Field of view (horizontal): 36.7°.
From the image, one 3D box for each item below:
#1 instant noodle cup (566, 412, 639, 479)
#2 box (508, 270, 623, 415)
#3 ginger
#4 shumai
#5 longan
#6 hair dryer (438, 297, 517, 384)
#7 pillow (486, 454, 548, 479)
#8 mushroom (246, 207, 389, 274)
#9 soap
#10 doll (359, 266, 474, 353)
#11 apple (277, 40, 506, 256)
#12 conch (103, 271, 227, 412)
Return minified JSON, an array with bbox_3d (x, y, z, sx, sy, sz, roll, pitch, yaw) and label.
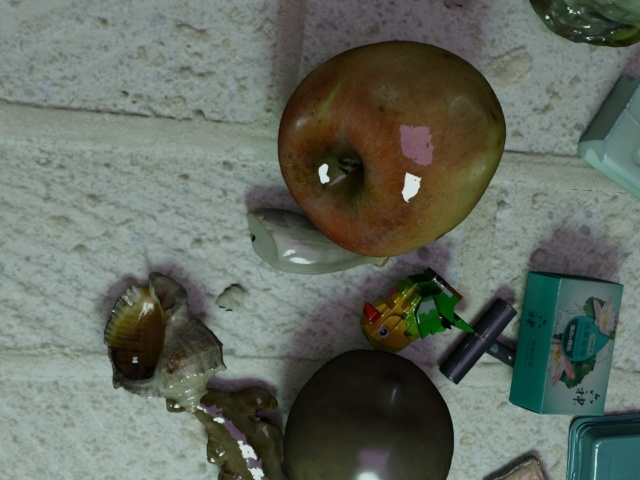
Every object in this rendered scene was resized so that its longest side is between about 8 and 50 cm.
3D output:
[{"bbox_3d":[0.558,0.411,1.815,0.179,0.070,0.157,-2,100,-13],"label":"instant noodle cup"},{"bbox_3d":[0.437,0.183,1.715,0.153,0.092,0.245,6,93,-29],"label":"box"},{"bbox_3d":[-0.120,0.360,1.655,0.166,0.080,0.333,-34,98,-21],"label":"ginger"},{"bbox_3d":[0.513,-0.464,1.572,0.309,0.263,0.304,-34,106,-6],"label":"shumai"},{"bbox_3d":[0.082,0.328,1.594,0.297,0.297,0.297,-2,99,-12],"label":"longan"},{"bbox_3d":[0.334,0.228,1.751,0.195,0.050,0.173,42,89,-18],"label":"hair dryer"},{"bbox_3d":[0.395,0.525,1.810,0.126,0.043,0.232,-26,106,-2],"label":"pillow"},{"bbox_3d":[-0.003,0.007,1.616,0.247,0.108,0.096,4,138,-11],"label":"mushroom"},{"bbox_3d":[0.621,-0.150,1.728,0.289,0.095,0.173,32,91,-15],"label":"soap"},{"bbox_3d":[0.160,0.129,1.664,0.186,0.106,0.134,-22,115,-9],"label":"doll"},{"bbox_3d":[0.114,-0.157,1.502,0.305,0.338,0.338,-39,109,-45],"label":"apple"},{"bbox_3d":[-0.255,0.168,1.558,0.178,0.163,0.245,-9,70,-27],"label":"conch"}]
